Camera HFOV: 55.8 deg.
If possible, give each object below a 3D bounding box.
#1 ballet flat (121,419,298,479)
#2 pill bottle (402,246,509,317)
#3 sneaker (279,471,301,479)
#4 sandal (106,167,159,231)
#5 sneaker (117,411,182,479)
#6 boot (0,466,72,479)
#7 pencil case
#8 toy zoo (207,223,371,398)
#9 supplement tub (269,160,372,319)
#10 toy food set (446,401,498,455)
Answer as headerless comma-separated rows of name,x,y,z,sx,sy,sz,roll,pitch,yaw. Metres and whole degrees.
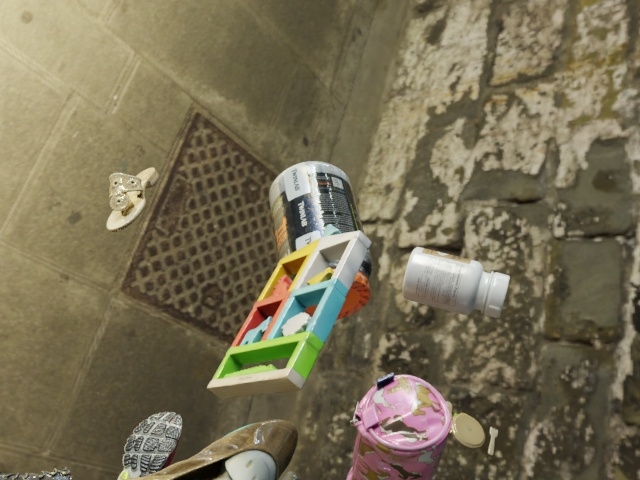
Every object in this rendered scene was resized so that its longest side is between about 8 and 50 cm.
ballet flat,-0.170,0.367,0.884,0.342,0.124,0.116,-12,101,-24
pill bottle,0.319,0.103,1.426,0.131,0.229,0.131,14,90,-73
sneaker,-0.063,0.673,1.593,0.118,0.222,0.083,-40,112,-41
sandal,-0.405,-0.109,1.249,0.240,0.088,0.079,-85,151,-58
sneaker,-0.382,0.514,1.327,0.118,0.107,0.279,86,19,-53
boot,-0.617,0.480,1.203,0.228,0.091,0.263,7,62,-36
pencil case,0.138,0.418,1.171,0.160,0.167,0.386,-39,149,-32
toy zoo,-0.035,0.089,0.869,0.030,0.192,0.293,45,51,-21
supplement tub,0.000,0.000,1.393,0.207,0.207,0.338,33,34,-42
toy food set,0.477,0.621,1.969,0.192,0.039,0.132,29,38,5
